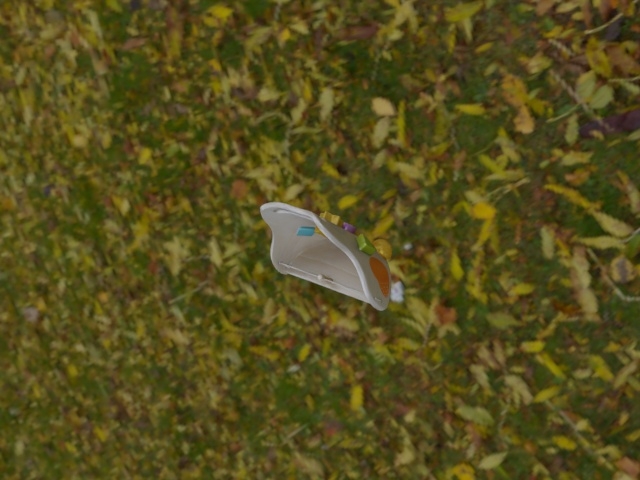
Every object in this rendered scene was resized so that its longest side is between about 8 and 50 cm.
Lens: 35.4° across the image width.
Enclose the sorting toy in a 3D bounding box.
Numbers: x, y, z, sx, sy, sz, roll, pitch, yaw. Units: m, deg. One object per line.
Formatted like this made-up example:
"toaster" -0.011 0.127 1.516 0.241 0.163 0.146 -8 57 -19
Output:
"sorting toy" 0.000 0.000 0.613 0.083 0.045 0.075 19 166 37
